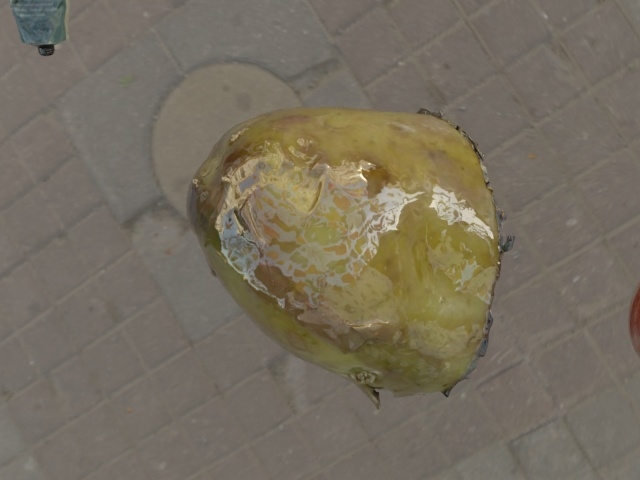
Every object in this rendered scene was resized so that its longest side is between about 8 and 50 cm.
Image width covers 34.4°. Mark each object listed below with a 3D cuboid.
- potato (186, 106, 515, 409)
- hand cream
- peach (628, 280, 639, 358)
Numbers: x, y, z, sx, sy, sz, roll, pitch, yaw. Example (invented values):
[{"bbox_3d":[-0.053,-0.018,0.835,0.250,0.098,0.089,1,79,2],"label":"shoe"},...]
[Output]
[{"bbox_3d":[0.000,0.000,1.006,0.288,0.237,0.301,32,109,52],"label":"potato"},{"bbox_3d":[-0.290,-0.300,1.034,0.075,0.052,0.248,7,127,7],"label":"hand cream"},{"bbox_3d":[0.302,0.058,0.719,0.152,0.152,0.152,1,94,18],"label":"peach"}]
